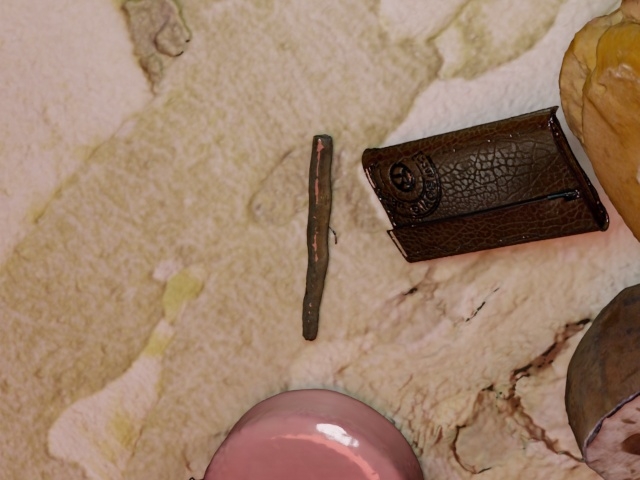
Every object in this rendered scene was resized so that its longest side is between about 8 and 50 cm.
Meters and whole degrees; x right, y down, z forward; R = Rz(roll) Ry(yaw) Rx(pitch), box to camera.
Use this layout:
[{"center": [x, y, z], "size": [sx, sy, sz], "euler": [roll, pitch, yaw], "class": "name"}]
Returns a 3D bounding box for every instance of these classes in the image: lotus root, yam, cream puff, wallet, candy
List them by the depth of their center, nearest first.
[{"center": [0.385, -0.104, 1.385], "size": [0.231, 0.343, 0.327], "euler": [-37, 122, -13], "class": "cream puff"}, {"center": [0.369, 0.138, 1.515], "size": [0.272, 0.192, 0.272], "euler": [-4, 127, -5], "class": "lotus root"}, {"center": [0.154, -0.049, 1.547], "size": [0.243, 0.039, 0.133], "euler": [-9, 113, 44], "class": "wallet"}, {"center": [-0.002, 0.000, 1.665], "size": [0.027, 0.029, 0.234], "euler": [22, 119, 38], "class": "yam"}, {"center": [-0.014, 0.284, 1.733], "size": [0.255, 0.094, 0.255], "euler": [6, 111, 15], "class": "candy"}]
